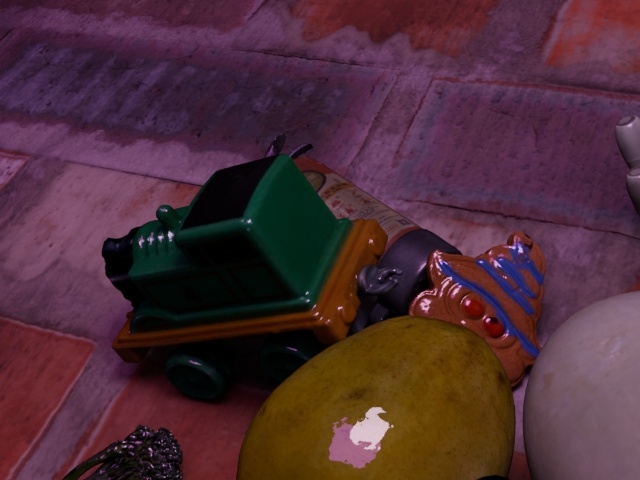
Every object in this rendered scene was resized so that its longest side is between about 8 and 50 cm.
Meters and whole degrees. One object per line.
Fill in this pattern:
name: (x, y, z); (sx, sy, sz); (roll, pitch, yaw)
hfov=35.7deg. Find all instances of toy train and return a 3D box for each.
toy train: (-0.106, 0.042, 1.178); (0.429, 0.249, 0.178); (-10, 39, 36)

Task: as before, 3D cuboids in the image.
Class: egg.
egg: (0.343, 0.215, 0.922); (0.278, 0.278, 0.336); (-15, 38, -3)

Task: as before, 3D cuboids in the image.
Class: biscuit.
biscuit: (0.179, 0.106, 1.180); (0.183, 0.043, 0.280); (37, 73, 0)

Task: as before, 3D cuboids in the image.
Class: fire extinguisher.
fire extinguisher: (0.000, -0.009, 1.339); (0.200, 0.113, 0.376); (-35, 49, -22)

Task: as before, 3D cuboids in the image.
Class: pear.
pear: (0.057, 0.220, 0.996); (0.253, 0.253, 0.307); (21, 59, 30)

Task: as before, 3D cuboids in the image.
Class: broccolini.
broccolini: (-0.252, 0.277, 1.154); (0.202, 0.091, 0.068); (-20, 0, 8)

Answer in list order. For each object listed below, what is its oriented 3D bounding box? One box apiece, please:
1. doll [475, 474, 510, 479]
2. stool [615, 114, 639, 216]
doll: (0.190, 0.326, 0.867); (0.117, 0.257, 0.182); (-34, 26, -17)
stool: (0.471, -0.060, 1.197); (0.195, 0.199, 0.195); (-20, 23, 21)
